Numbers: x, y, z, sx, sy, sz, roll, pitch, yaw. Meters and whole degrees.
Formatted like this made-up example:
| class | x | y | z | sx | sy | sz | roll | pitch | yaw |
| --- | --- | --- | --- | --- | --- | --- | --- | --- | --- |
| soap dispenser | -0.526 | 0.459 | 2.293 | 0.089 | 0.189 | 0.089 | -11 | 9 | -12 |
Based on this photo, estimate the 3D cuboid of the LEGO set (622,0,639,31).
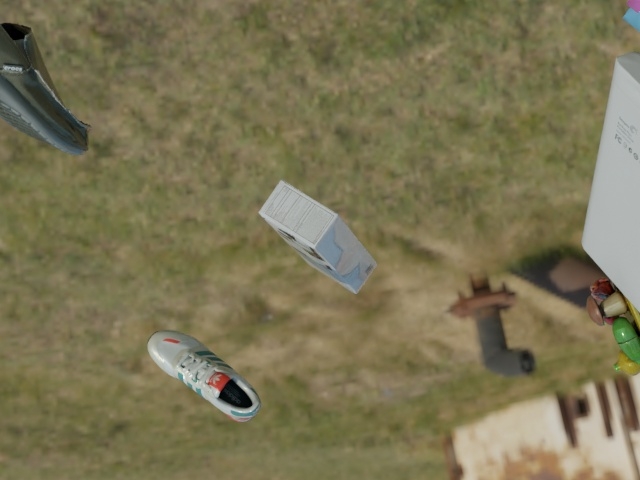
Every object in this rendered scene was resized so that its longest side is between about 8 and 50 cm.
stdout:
| class | x | y | z | sx | sy | sz | roll | pitch | yaw |
| --- | --- | --- | --- | --- | --- | --- | --- | --- | --- |
| LEGO set | 0.331 | -0.212 | 1.009 | 0.227 | 0.093 | 0.087 | -46 | 171 | -26 |

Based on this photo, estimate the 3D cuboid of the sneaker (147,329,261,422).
| class | x | y | z | sx | sy | sz | roll | pitch | yaw |
| --- | --- | --- | --- | --- | --- | --- | --- | --- | --- |
| sneaker | -0.135 | 0.158 | 1.511 | 0.161 | 0.057 | 0.075 | 39 | 164 | -4 |

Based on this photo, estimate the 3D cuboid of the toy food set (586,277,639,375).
| class | x | y | z | sx | sy | sz | roll | pitch | yaw |
| --- | --- | --- | --- | --- | --- | --- | --- | --- | --- |
| toy food set | 0.464 | 0.126 | 1.988 | 0.071 | 0.217 | 0.128 | -23 | -172 | 4 |

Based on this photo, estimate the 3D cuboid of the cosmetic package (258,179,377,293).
| class | x | y | z | sx | sy | sz | roll | pitch | yaw |
| --- | --- | --- | --- | --- | --- | --- | --- | --- | --- |
| cosmetic package | 0.000 | 0.000 | 1.742 | 0.060 | 0.099 | 0.239 | -54 | 157 | -5 |

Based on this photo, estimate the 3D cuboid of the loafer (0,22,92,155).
| class | x | y | z | sx | sy | sz | roll | pitch | yaw |
| --- | --- | --- | --- | --- | --- | --- | --- | --- | --- |
| loafer | -0.312 | -0.177 | 1.292 | 0.094 | 0.087 | 0.251 | 24 | 164 | 41 |

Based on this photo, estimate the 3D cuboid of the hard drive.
| class | x | y | z | sx | sy | sz | roll | pitch | yaw |
| --- | --- | --- | --- | --- | --- | --- | --- | --- | --- |
| hard drive | 0.454 | -0.049 | 1.695 | 0.047 | 0.233 | 0.353 | -20 | 139 | -17 |
